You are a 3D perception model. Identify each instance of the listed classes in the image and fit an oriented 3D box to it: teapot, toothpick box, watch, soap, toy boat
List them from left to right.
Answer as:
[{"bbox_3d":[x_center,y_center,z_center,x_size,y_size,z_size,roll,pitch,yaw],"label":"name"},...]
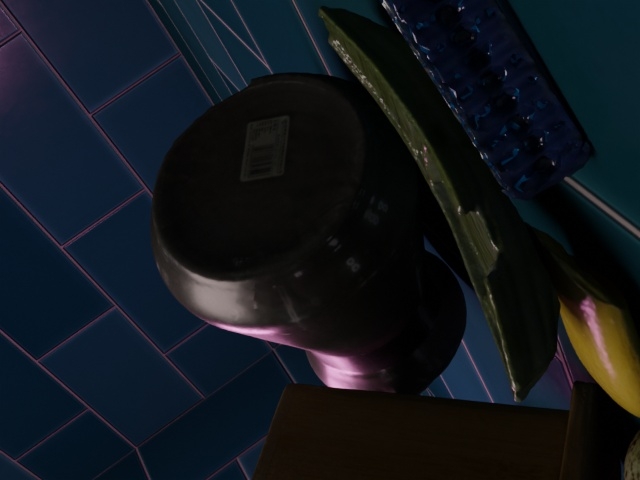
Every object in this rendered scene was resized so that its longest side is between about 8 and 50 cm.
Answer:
[{"bbox_3d":[0.000,0.000,0.911,0.344,0.253,0.300,52,-165,-54],"label":"teapot"},{"bbox_3d":[0.037,-0.161,0.373,0.274,0.068,0.276,49,175,11],"label":"watch"},{"bbox_3d":[0.107,0.241,0.842,0.308,0.190,0.187,1,145,27],"label":"toothpick box"},{"bbox_3d":[0.082,-0.041,0.585,0.093,0.055,0.293,59,-175,-70],"label":"toy boat"},{"bbox_3d":[0.180,0.052,0.585,0.168,0.033,0.089,59,175,-39],"label":"soap"}]

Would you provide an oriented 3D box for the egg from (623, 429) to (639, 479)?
[{"bbox_3d":[0.222,0.144,0.504,0.110,0.085,0.085,47,175,6],"label":"egg"}]
